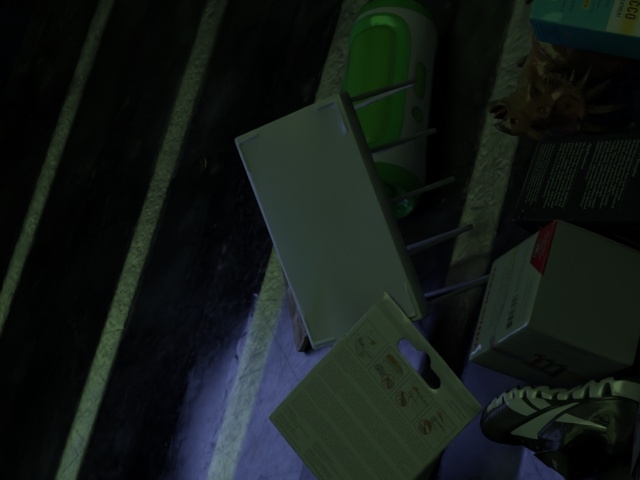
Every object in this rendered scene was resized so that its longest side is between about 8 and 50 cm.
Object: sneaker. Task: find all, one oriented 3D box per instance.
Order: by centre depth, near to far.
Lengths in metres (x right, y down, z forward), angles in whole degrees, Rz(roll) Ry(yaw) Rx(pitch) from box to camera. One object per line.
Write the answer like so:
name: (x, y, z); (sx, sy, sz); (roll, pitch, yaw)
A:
sneaker: (0.257, 0.211, 1.961); (0.234, 0.078, 0.106); (-14, 52, 46)

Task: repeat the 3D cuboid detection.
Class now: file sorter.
file sorter: (0.060, -0.039, 2.204); (0.193, 0.173, 0.277); (-20, 92, 45)

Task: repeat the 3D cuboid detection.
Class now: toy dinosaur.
toy dinosaur: (0.330, -0.230, 2.163); (0.296, 0.127, 0.200); (-37, 47, 11)

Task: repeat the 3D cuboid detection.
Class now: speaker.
speaker: (0.088, -0.178, 2.435); (0.131, 0.131, 0.296); (-24, 48, 43)

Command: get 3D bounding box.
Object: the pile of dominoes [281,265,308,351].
pile of dominoes: (0.000, 0.000, 2.479); (0.251, 0.040, 0.196); (-102, 28, -43)

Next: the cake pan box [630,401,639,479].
cake pan box: (0.335, 0.236, 1.718); (0.070, 0.267, 0.245); (7, 65, 7)

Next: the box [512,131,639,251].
box: (0.340, -0.037, 1.968); (0.207, 0.153, 0.108); (0, 66, 52)

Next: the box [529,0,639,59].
box: (0.370, -0.262, 2.067); (0.244, 0.060, 0.100); (13, 74, 22)

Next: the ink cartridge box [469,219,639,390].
ink cartridge box: (0.259, 0.076, 1.965); (0.176, 0.127, 0.128); (139, 149, -67)

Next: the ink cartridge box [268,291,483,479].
ink cartridge box: (0.072, 0.203, 2.140); (0.232, 0.066, 0.189); (-47, 70, 21)
